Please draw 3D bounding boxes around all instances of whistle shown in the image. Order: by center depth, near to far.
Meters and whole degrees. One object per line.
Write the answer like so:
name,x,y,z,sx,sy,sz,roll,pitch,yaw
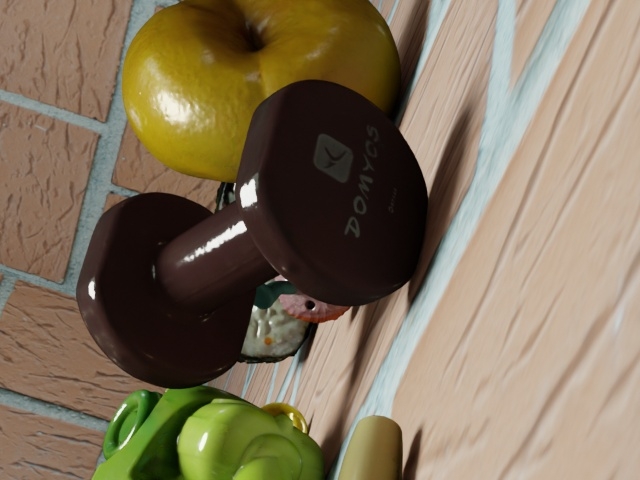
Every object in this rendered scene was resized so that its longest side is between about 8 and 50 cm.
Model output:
whistle,-0.034,0.180,1.164,0.046,0.057,0.109,-27,-25,-20

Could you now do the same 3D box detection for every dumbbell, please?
dumbbell,-0.047,0.002,0.906,0.225,0.124,0.140,-30,39,43

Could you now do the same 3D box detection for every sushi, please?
sushi,-0.048,0.008,1.371,0.127,0.124,0.225,139,143,-82

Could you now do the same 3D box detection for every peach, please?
peach,-0.052,-0.140,1.256,0.251,0.251,0.153,-81,-19,-63

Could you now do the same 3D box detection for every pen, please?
pen,0.008,0.180,0.626,0.040,0.032,0.233,76,-158,-50

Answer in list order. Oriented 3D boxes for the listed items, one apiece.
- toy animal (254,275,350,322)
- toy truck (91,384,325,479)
toy animal,0.000,0.000,1.103,0.103,0.100,0.208,-47,3,17
toy truck,-0.070,0.183,0.947,0.210,0.148,0.187,-29,36,50
